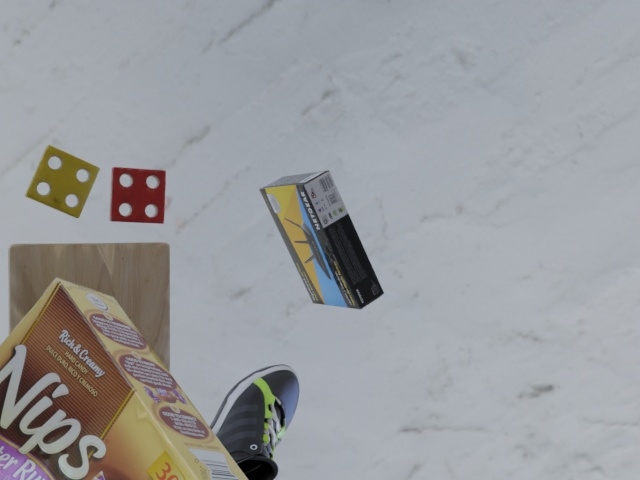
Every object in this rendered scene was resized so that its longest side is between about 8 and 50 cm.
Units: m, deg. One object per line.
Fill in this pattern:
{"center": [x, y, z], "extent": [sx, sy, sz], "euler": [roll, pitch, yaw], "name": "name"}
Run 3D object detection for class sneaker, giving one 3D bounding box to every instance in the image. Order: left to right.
{"center": [-0.070, 0.217, 0.938], "extent": [0.097, 0.234, 0.084], "euler": [2, -55, 37], "name": "sneaker"}

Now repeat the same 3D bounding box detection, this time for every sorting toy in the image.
{"center": [-0.197, 0.059, 0.795], "extent": [0.132, 0.046, 0.274], "euler": [-1, -88, -26], "name": "sorting toy"}

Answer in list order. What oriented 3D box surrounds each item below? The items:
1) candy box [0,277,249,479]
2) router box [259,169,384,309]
{"center": [-0.112, 0.120, 0.484], "extent": [0.109, 0.186, 0.053], "euler": [-49, -32, 7], "name": "candy box"}
{"center": [0.000, 0.000, 1.227], "extent": [0.046, 0.133, 0.179], "euler": [-31, -76, -25], "name": "router box"}
